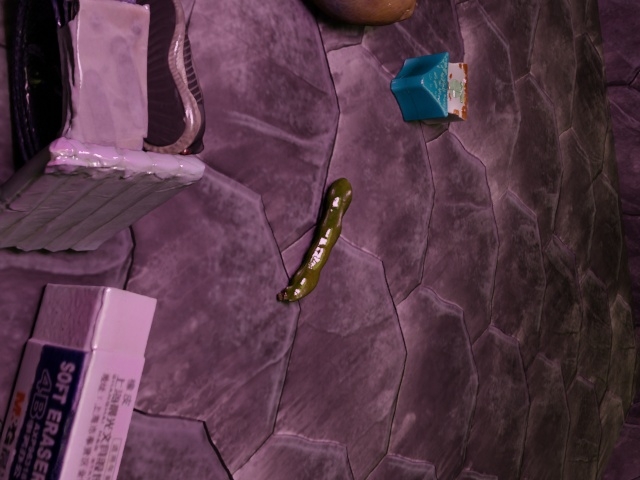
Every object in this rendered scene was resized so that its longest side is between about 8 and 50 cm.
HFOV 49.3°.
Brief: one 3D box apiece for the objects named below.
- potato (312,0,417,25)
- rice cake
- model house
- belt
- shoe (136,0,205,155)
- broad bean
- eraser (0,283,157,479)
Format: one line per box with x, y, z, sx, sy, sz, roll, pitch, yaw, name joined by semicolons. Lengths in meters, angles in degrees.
0.077;-0.446;1.171;0.251;0.159;0.174;11;109;-39;potato
-0.254;-0.043;0.738;0.189;0.198;0.037;2;64;-49;rice cake
0.219;-0.303;1.393;0.149;0.100;0.127;0;91;-50;model house
-0.255;-0.175;0.769;0.126;0.140;0.230;-7;102;-51;belt
-0.197;-0.205;0.889;0.112;0.099;0.227;53;25;-75;shoe
0.001;0.000;1.172;0.053;0.052;0.256;27;66;-4;broad bean
-0.277;0.192;0.764;0.086;0.130;0.287;26;70;-51;eraser
